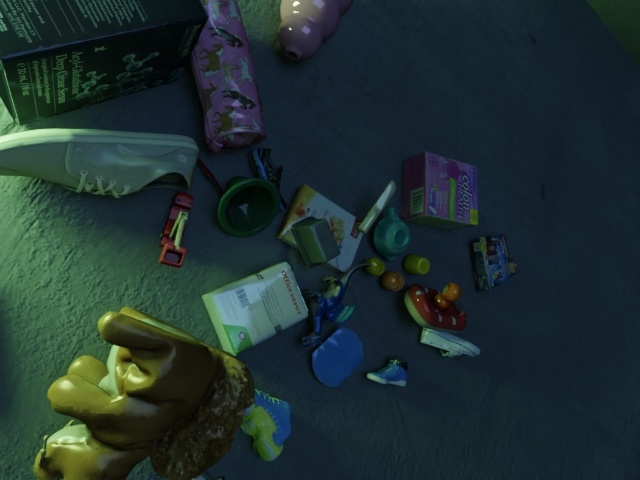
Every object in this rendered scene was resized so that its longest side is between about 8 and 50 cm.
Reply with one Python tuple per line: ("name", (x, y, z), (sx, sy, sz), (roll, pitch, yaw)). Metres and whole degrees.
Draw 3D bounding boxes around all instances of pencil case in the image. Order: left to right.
("pencil case", (-0.251, -0.422, 1.100), (0.167, 0.160, 0.386), (-14, 90, 2))

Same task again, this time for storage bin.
("storage bin", (0.000, 0.000, 1.160), (0.098, 0.091, 0.135), (-28, 101, -26))

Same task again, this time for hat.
("hat", (-0.226, -0.140, 1.143), (0.173, 0.183, 0.208), (-26, 139, -18))

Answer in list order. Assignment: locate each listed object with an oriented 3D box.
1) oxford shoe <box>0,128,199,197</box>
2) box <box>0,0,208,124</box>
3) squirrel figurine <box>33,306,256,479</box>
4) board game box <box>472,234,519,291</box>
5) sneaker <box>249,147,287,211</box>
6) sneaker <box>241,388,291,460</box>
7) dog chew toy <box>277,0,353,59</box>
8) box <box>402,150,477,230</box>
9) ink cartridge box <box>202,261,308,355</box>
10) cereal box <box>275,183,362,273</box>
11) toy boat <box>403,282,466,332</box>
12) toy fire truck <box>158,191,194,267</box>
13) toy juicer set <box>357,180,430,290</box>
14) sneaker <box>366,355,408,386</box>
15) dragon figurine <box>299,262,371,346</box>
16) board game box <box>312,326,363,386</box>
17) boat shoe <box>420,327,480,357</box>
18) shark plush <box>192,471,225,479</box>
("oxford shoe", (-0.477, -0.157, 0.927), (0.449, 0.169, 0.130), (-7, 87, -36))
("box", (-0.486, -0.442, 0.888), (0.395, 0.293, 0.212), (-31, 99, -29))
("squirrel figurine", (-0.343, 0.371, 0.862), (0.397, 0.281, 0.370), (30, 75, -20))
("board game box", (0.651, 0.080, 1.594), (0.194, 0.060, 0.194), (-5, 85, -32))
("sneaker", (-0.130, -0.170, 1.179), (0.078, 0.067, 0.188), (-22, 90, -25))
("sneaker", (-0.151, 0.418, 1.077), (0.126, 0.091, 0.240), (-30, 97, -49))
("dog chew toy", (-0.023, -0.681, 1.254), (0.206, 0.206, 0.332), (25, 78, -24))
("box", (0.408, -0.161, 1.460), (0.243, 0.117, 0.214), (9, 77, -29))
("ink cartridge box", (-0.163, 0.168, 1.092), (0.219, 0.092, 0.160), (-23, 94, -31))
("cereal box", (0.008, -0.029, 1.247), (0.240, 0.047, 0.173), (30, 70, -23))
("toy boat", (0.381, 0.191, 1.347), (0.231, 0.151, 0.151), (15, 36, -28))
("toy fire truck", (-0.334, -0.030, 1.000), (0.047, 0.135, 0.192), (19, 74, -26))
("toy juicer set", (0.199, 0.007, 1.334), (0.209, 0.089, 0.329), (-34, 109, -21))
("sneaker", (0.205, 0.386, 1.287), (0.152, 0.058, 0.085), (19, 79, -31))
("dragon figurine", (0.038, 0.181, 1.206), (0.289, 0.085, 0.144), (-32, 104, -26))
("board game box", (0.045, 0.331, 1.223), (0.168, 0.033, 0.133), (-39, 107, -24))
("boat shoe", (0.423, 0.348, 1.419), (0.226, 0.083, 0.076), (27, 80, -11))
("shark plush", (-0.240, 0.586, 1.006), (0.161, 0.073, 0.067), (30, 38, -18))
